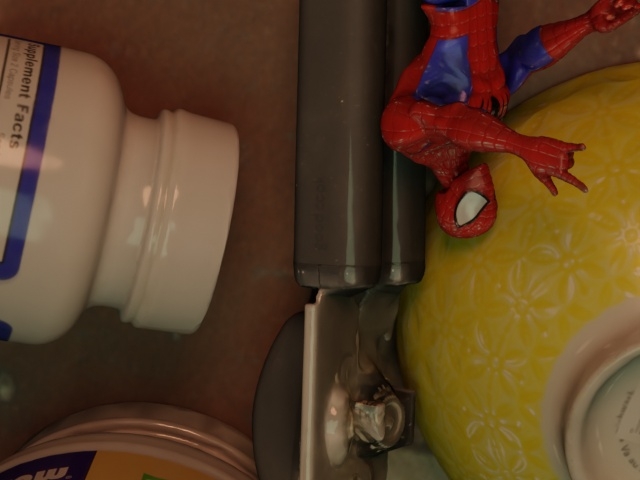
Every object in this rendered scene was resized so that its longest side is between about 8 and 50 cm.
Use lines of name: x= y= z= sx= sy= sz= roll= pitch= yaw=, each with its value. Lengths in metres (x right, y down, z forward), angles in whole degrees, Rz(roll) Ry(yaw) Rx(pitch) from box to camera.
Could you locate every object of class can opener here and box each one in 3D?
can opener: x=0.000 y=0.000 z=0.882 sx=0.095 sy=0.076 sz=0.283 roll=2 pitch=92 yaw=36

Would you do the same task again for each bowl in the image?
bowl: x=0.177 y=0.067 z=0.877 sx=0.290 sy=0.156 sz=0.289 roll=2 pitch=110 yaw=5

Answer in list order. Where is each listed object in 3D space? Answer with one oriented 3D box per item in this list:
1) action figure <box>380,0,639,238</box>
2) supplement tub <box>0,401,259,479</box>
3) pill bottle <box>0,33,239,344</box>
action figure: x=0.091 y=-0.129 z=0.793 sx=0.139 sy=0.091 sz=0.280 roll=15 pitch=114 yaw=39
supplement tub: x=-0.114 y=0.244 z=0.875 sx=0.241 sy=0.331 sz=0.241 roll=2 pitch=111 yaw=4
pill bottle: x=-0.185 y=-0.032 z=0.864 sx=0.272 sy=0.152 sz=0.152 roll=11 pitch=112 yaw=-12
